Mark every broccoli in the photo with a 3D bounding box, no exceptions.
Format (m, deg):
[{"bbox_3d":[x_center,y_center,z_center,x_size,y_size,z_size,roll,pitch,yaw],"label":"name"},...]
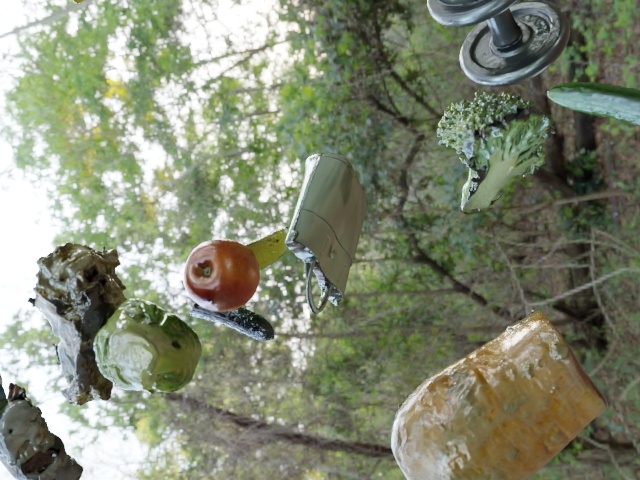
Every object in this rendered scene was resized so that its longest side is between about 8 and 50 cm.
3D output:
[{"bbox_3d":[0.351,-0.213,1.400,0.180,0.242,0.273,64,143,36],"label":"broccoli"}]

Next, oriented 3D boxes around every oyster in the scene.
[{"bbox_3d":[-0.500,0.174,1.357,0.133,0.197,0.337,13,100,62],"label":"oyster"}]

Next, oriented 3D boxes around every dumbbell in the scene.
[{"bbox_3d":[0.295,-0.378,1.088,0.290,0.192,0.192,46,-147,-41],"label":"dumbbell"}]

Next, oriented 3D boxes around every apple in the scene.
[{"bbox_3d":[-0.218,0.075,1.424,0.139,0.163,0.164,30,-130,-53],"label":"apple"}]

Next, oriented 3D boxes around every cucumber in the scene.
[{"bbox_3d":[0.475,-0.205,0.999,0.056,0.250,0.056,-44,-35,-42],"label":"cucumber"},{"bbox_3d":[-0.207,0.183,1.566,0.067,0.245,0.067,-31,-53,-53],"label":"cucumber"}]

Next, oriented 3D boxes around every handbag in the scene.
[{"bbox_3d":[0.000,0.000,1.298,0.241,0.109,0.315,56,-136,-49],"label":"handbag"}]

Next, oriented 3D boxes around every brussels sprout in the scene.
[{"bbox_3d":[-0.332,0.212,1.271,0.223,0.161,0.223,34,-167,-9],"label":"brussels sprout"}]

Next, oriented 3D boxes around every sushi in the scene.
[{"bbox_3d":[-0.637,0.479,1.464,0.124,0.130,0.332,-41,-80,-43],"label":"sushi"}]

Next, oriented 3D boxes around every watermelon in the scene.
[{"bbox_3d":[-0.146,0.032,1.539,0.092,0.181,0.075,-72,-39,-88],"label":"watermelon"}]

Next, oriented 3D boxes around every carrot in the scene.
[{"bbox_3d":[0.286,0.291,1.080,0.224,0.340,0.224,52,-173,-10],"label":"carrot"}]

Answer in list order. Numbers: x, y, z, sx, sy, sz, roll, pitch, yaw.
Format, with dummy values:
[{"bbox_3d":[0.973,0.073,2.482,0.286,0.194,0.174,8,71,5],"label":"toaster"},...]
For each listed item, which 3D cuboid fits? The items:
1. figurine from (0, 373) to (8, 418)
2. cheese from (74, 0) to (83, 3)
[{"bbox_3d":[-0.625,0.262,1.154,0.144,0.178,0.114,-43,-37,-76],"label":"figurine"},{"bbox_3d":[-0.424,-0.509,1.091,0.171,0.093,0.126,64,180,-6],"label":"cheese"}]
